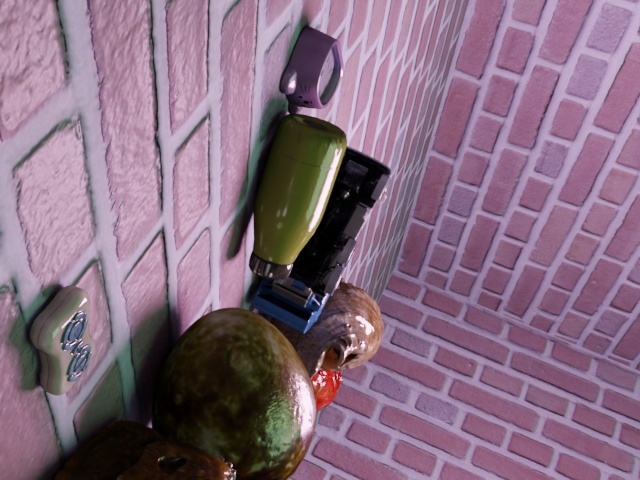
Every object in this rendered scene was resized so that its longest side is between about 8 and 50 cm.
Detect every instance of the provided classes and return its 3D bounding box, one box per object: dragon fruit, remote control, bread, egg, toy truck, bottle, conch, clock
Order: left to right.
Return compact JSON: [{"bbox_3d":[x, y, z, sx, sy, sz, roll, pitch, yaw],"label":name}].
[{"bbox_3d":[-0.257,0.102,0.874,0.122,0.032,0.074,101,15,-49],"label":"remote control"},{"bbox_3d":[-0.220,0.317,1.061,0.210,0.192,0.109,-40,148,-67],"label":"bread"},{"bbox_3d":[-0.124,0.235,1.256,0.238,0.238,0.289,-48,147,-61],"label":"egg"},{"bbox_3d":[-0.046,-0.063,1.365,0.112,0.112,0.260,-40,151,-68],"label":"bottle"},{"bbox_3d":[-0.043,0.324,2.038,0.209,0.172,0.172,31,80,-50],"label":"dragon fruit"},{"bbox_3d":[-0.019,0.200,1.790,0.297,0.210,0.352,-42,166,1],"label":"conch"},{"bbox_3d":[-0.010,-0.250,1.326,0.152,0.050,0.110,62,51,-76],"label":"clock"},{"bbox_3d":[0.000,0.000,1.653,0.367,0.146,0.175,-60,175,-24],"label":"toy truck"}]
